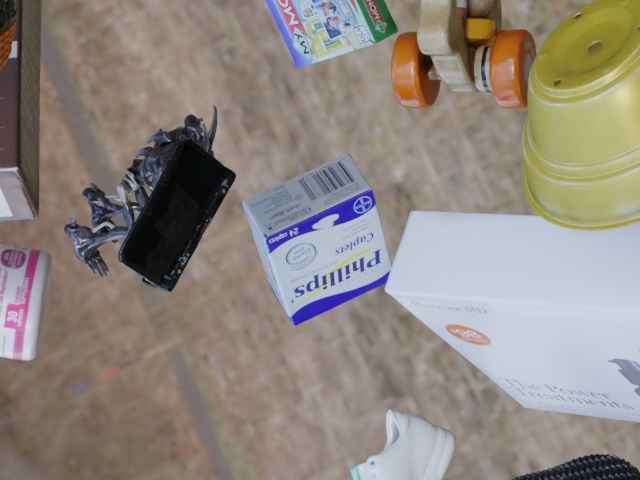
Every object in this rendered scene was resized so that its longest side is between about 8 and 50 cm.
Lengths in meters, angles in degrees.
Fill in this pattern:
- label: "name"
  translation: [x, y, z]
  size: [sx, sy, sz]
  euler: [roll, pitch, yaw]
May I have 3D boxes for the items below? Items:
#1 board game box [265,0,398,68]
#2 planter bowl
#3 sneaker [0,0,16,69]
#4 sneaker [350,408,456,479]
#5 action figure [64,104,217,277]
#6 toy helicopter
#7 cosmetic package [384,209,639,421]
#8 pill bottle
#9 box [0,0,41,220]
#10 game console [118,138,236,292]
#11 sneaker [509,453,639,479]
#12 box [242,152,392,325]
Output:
- label: "board game box"
  translation: [-0.031, -0.398, 2.343]
  size: [0.213, 0.046, 0.317]
  euler: [-9, 109, 59]
- label: "planter bowl"
  translation: [0.222, -0.117, 1.295]
  size: [0.090, 0.217, 0.217]
  euler: [47, -176, -32]
- label: "sneaker"
  translation: [-0.417, -0.208, 1.748]
  size: [0.121, 0.262, 0.099]
  euler: [23, 119, 25]
- label: "sneaker"
  translation: [0.069, 0.280, 1.878]
  size: [0.094, 0.212, 0.080]
  euler: [29, 146, -9]
- label: "action figure"
  translation: [-0.208, -0.065, 2.324]
  size: [0.141, 0.275, 0.164]
  euler: [44, -146, -19]
- label: "toy helicopter"
  translation: [0.129, -0.303, 1.770]
  size: [0.355, 0.140, 0.235]
  euler: [55, -138, -55]
- label: "cosmetic package"
  translation: [0.291, 0.080, 1.593]
  size: [0.377, 0.097, 0.284]
  euler: [3, 153, 39]
- label: "pill bottle"
  translation: [-0.532, 0.072, 2.474]
  size: [0.160, 0.283, 0.160]
  euler: [-171, 90, -84]
- label: "box"
  translation: [-0.439, -0.214, 2.098]
  size: [0.143, 0.191, 0.381]
  euler: [85, 180, -63]
- label: "game console"
  translation: [-0.135, -0.024, 1.529]
  size: [0.071, 0.122, 0.107]
  euler: [32, 173, -21]
- label: "sneaker"
  translation: [0.254, 0.270, 1.798]
  size: [0.075, 0.161, 0.057]
  euler: [97, 158, -50]
- label: "box"
  translation: [0.000, 0.000, 1.826]
  size: [0.072, 0.126, 0.137]
  euler: [57, 168, 45]
